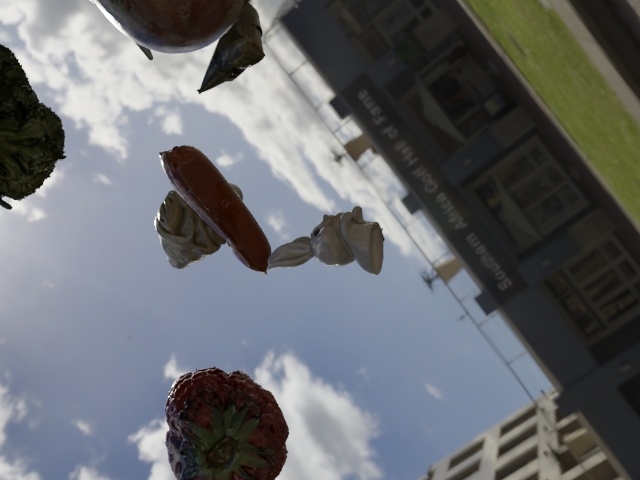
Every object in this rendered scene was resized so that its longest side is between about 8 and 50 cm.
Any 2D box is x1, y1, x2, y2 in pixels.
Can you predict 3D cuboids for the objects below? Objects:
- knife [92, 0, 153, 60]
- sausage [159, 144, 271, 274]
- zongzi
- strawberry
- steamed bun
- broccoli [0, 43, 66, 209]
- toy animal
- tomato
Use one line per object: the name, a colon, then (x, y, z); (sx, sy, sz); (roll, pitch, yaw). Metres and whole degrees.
knife: (-0.437, -0.487, 1.640); (0.260, 0.035, 0.063); (48, -151, -39)
sausage: (-0.203, -0.063, 1.617); (0.348, 0.094, 0.097); (51, 175, -28)
zongzi: (-0.267, -0.557, 2.264); (0.112, 0.242, 0.220); (32, -141, -36)
strawberry: (-0.180, 0.369, 1.518); (0.288, 0.239, 0.249); (172, 100, -87)
steamed bun: (-0.302, -0.059, 1.818); (0.144, 0.218, 0.211); (38, -128, -35)
broccoli: (-0.561, -0.159, 1.171); (0.304, 0.321, 0.283); (37, 177, -10)
toy animal: (0.003, -0.001, 1.429); (0.103, 0.221, 0.130); (-56, -41, -52)
tomato: (-0.272, -0.490, 1.366); (0.316, 0.283, 0.316); (56, -177, -5)
